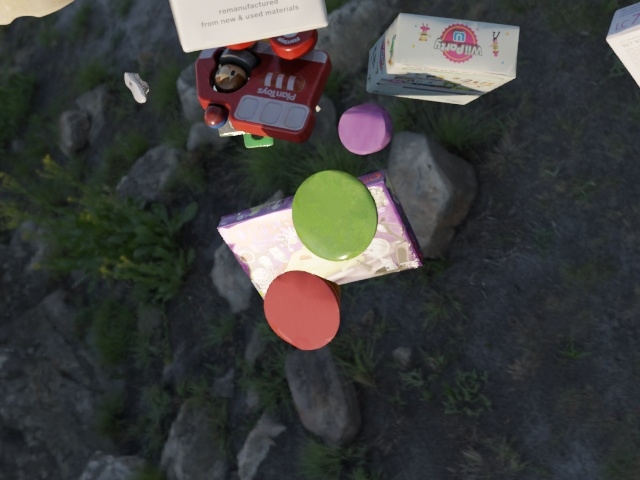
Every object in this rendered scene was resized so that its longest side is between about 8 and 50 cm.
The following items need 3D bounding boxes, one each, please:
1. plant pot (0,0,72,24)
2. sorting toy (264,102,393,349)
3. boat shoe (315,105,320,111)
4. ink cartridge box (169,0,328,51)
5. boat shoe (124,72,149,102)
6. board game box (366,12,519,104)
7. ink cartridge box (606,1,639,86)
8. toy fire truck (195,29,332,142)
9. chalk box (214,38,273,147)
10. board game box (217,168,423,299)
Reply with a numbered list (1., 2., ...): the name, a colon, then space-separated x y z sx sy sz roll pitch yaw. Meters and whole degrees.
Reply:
1. plant pot: -0.513 -0.524 1.070 0.334 0.305 0.334 -6 46 6
2. sorting toy: 0.033 -0.022 1.000 0.127 0.126 0.365 25 111 18
3. boat shoe: -0.067 -0.367 1.876 0.114 0.302 0.091 40 96 -1
4. ink cartridge box: -0.125 -0.423 0.770 0.279 0.160 0.384 -122 20 -69
5. boat shoe: -0.365 -0.312 1.401 0.100 0.035 0.035 48 140 41
6. board game box: 0.226 -0.347 1.359 0.303 0.224 0.097 -152 67 -83
7. ink cartridge box: 0.532 -0.200 0.890 0.186 0.311 0.065 -6 49 52
8. toy fire truck: -0.132 -0.339 1.460 0.302 0.169 0.254 13 66 16
9. chalk box: -0.205 -0.415 2.005 0.180 0.289 0.179 -5 27 16
10. board game box: 0.000 0.000 1.330 0.347 0.208 0.056 -15 30 23
